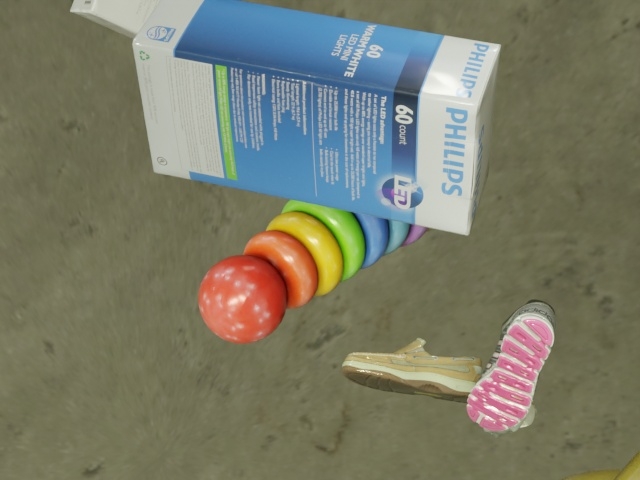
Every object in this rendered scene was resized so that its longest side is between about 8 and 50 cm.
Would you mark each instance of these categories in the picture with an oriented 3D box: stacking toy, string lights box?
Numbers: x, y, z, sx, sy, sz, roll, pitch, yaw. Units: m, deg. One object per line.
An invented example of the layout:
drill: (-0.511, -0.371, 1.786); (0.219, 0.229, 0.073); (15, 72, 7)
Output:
stacking toy: (0.000, 0.000, 1.317); (0.141, 0.141, 0.330); (49, 49, 3)
string lights box: (-0.002, -0.097, 0.943); (0.259, 0.133, 0.077); (12, 48, 13)

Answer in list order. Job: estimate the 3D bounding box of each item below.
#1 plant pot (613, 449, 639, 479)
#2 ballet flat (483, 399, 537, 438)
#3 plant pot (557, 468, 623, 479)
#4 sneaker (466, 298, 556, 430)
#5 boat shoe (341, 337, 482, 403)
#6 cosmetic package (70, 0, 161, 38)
plant pot: (0.279, 0.305, 0.974); (0.187, 0.212, 0.212); (-16, 39, -40)
ballet flat: (0.244, 0.221, 1.595); (0.068, 0.213, 0.072); (3, 85, 12)
plant pot: (0.295, 0.276, 1.213); (0.134, 0.095, 0.134); (27, 42, -27)
sneaker: (0.207, 0.129, 1.309); (0.063, 0.170, 0.075); (25, 37, 9)
boat shoe: (0.121, 0.162, 1.622); (0.190, 0.068, 0.072); (12, 71, -14)
cosmetic package: (-0.117, -0.282, 1.032); (0.099, 0.060, 0.239); (21, 89, -30)
